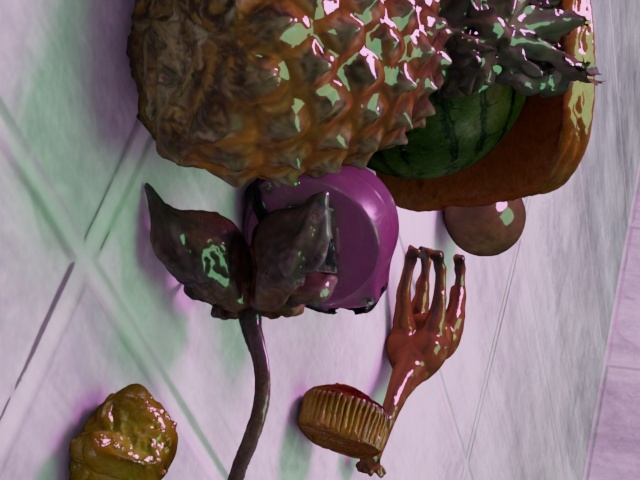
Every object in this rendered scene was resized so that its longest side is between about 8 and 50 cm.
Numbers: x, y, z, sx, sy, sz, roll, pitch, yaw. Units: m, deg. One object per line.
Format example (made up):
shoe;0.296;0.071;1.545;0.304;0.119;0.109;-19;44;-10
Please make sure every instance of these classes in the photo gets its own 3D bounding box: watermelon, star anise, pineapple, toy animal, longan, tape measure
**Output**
watermelon;0.074;-0.156;1.057;0.188;0.188;0.214;-54;140;-55
star anise;-0.072;0.097;0.844;0.148;0.218;0.227;19;54;-27
pineapple;0.047;-0.125;0.868;0.361;0.175;0.175;-5;100;-40
toy animal;0.093;0.120;1.350;0.224;0.066;0.229;5;94;-70
longan;0.189;-0.036;1.541;0.119;0.106;0.106;57;-5;37
tape measure;0.000;0.000;0.998;0.074;0.118;0.125;-51;137;-59

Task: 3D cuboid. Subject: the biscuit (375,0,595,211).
biscuit;0.142;-0.161;1.179;0.052;0.277;0.262;-3;85;-34

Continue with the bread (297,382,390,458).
bread;0.023;0.155;1.141;0.085;0.085;0.053;58;48;-59

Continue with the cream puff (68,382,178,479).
cream puff;-0.117;0.130;0.791;0.083;0.058;0.083;5;92;-71
